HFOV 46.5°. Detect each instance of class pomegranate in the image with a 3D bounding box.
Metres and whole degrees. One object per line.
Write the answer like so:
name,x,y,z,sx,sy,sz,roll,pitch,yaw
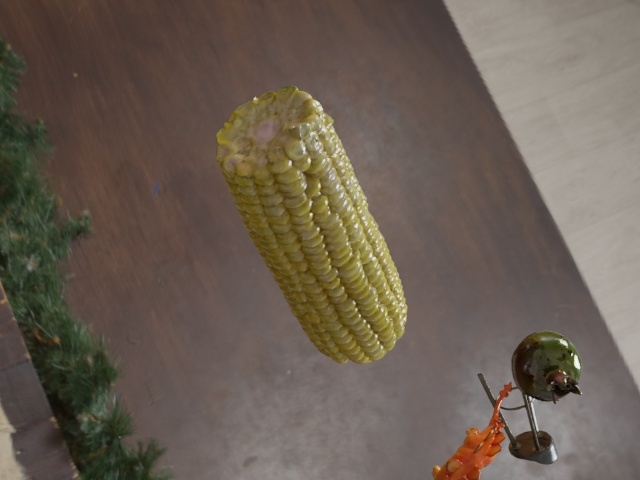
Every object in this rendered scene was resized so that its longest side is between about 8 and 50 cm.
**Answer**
pomegranate,0.412,0.242,1.343,0.130,0.129,0.159,11,41,-12

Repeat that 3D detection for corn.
corn,0.000,0.000,0.566,0.093,0.093,0.244,-44,134,-21

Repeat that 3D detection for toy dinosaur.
toy dinosaur,0.259,0.359,1.255,0.070,0.117,0.288,38,79,7

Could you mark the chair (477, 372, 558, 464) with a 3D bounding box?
chair,0.400,0.353,1.504,0.095,0.104,0.221,-18,104,24
